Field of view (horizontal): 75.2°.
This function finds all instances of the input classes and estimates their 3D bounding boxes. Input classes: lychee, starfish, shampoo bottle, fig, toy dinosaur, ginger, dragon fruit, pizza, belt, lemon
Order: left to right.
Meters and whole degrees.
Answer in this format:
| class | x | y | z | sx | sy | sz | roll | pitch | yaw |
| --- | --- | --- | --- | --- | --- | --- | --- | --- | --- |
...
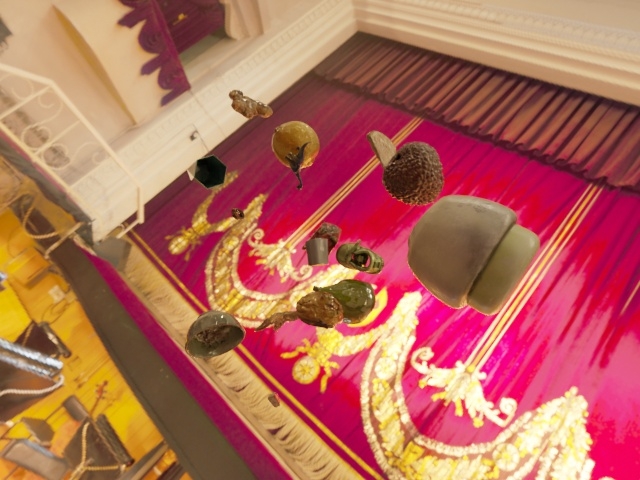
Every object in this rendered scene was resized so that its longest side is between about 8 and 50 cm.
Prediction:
| class | x | y | z | sx | sy | sz | roll | pitch | yaw |
| --- | --- | --- | --- | --- | --- | --- | --- | --- | --- |
| belt | -0.474 | -0.150 | 2.376 | 0.036 | 0.059 | 0.083 | 2 | -26 | 35 |
| ginger | -0.265 | -0.503 | 1.574 | 0.214 | 0.059 | 0.133 | 15 | 38 | -45 |
| starfish | -0.173 | 0.362 | 1.915 | 0.302 | 0.299 | 0.060 | -30 | -113 | 36 |
| lemon | -0.143 | -0.555 | 2.422 | 0.293 | 0.293 | 0.293 | 39 | -19 | 16 |
| toy dinosaur | -0.097 | -0.397 | 2.198 | 0.247 | 0.075 | 0.188 | -35 | -80 | 36 |
| dragon fruit | 0.000 | 0.000 | 2.205 | 0.147 | 0.211 | 0.282 | 29 | -12 | -8 |
| fig | 0.103 | 0.279 | 1.968 | 0.314 | 0.233 | 0.233 | 7 | -18 | -7 |
| pizza | 0.325 | -0.431 | 2.077 | 0.034 | 0.181 | 0.262 | -31 | -108 | 46 |
| lychee | 0.391 | -0.258 | 1.700 | 0.271 | 0.271 | 0.271 | 39 | -19 | 16 |
| shampoo bottle | 0.425 | 0.035 | 1.199 | 0.317 | 0.322 | 0.322 | 31 | -23 | 27 |

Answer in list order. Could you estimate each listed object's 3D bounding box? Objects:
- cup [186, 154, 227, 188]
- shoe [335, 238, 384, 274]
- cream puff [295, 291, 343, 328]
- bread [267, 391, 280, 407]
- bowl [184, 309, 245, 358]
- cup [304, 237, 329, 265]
| class | x | y | z | sx | sy | sz | roll | pitch | yaw |
| --- | --- | --- | --- | --- | --- | --- | --- | --- | --- |
| cup | -0.520 | -0.311 | 1.851 | 0.134 | 0.148 | 0.235 | 13 | 4 | -31 |
| shoe | 0.187 | 0.077 | 2.021 | 0.262 | 0.140 | 0.128 | 22 | -12 | 30 |
| cream puff | -0.001 | 0.254 | 1.553 | 0.189 | 0.129 | 0.189 | 8 | -2 | 0 |
| bread | -0.249 | 0.839 | 2.213 | 0.062 | 0.043 | 0.109 | -107 | 176 | -52 |
| bowl | -0.523 | 0.434 | 2.023 | 0.289 | 0.289 | 0.146 | 71 | -7 | -53 |
| cup | -0.024 | 0.057 | 1.983 | 0.128 | 0.095 | 0.129 | -17 | -105 | 56 |
